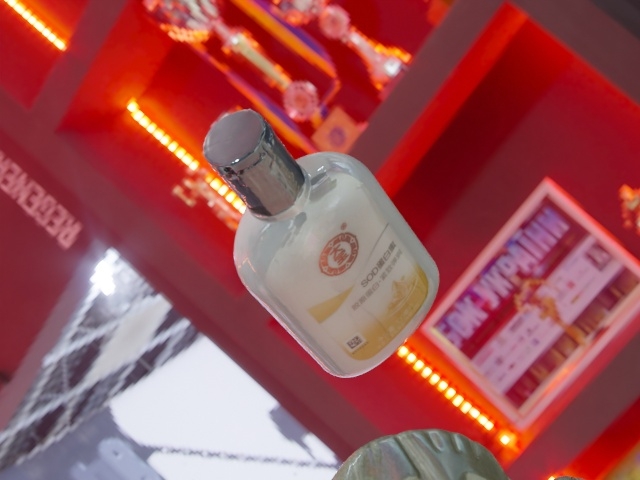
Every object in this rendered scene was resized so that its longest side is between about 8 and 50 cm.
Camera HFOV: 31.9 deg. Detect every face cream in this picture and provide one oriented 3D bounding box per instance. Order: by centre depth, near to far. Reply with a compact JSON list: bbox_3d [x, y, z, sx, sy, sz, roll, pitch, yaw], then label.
[{"bbox_3d":[0.000,0.000,0.924,0.144,0.071,0.291,-46,-44,-8],"label":"face cream"}]

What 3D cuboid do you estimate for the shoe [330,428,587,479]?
[{"bbox_3d":[0.043,0.125,0.412,0.099,0.071,0.169,-34,-38,33],"label":"shoe"}]
